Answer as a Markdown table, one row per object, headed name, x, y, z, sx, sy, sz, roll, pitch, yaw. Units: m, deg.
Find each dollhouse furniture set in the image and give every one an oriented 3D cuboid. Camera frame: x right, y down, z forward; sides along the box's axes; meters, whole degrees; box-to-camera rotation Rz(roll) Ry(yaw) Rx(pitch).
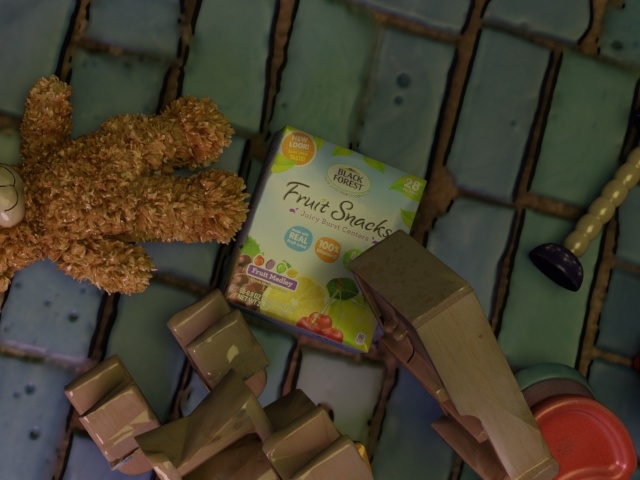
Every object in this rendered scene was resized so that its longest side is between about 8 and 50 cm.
| name | x | y | z | sx | sy | sz | roll | pitch | yaw |
| --- | --- | --- | --- | --- | --- | --- | --- | --- | --- |
| dollhouse furniture set | 0.001 | 0.215 | 1.699 | 0.394 | 0.362 | 0.256 | -34 | 120 | -9 |

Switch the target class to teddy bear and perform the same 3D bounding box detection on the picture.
| name | x | y | z | sx | sy | sz | roll | pitch | yaw |
| --- | --- | --- | --- | --- | --- | --- | --- | --- | --- |
| teddy bear | -0.240 | -0.056 | 1.788 | 0.338 | 0.113 | 0.245 | 4 | 83 | -13 |

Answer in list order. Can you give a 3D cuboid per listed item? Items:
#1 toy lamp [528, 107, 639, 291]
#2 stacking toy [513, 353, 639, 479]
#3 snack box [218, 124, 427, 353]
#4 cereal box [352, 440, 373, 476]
| name | x | y | z | sx | sy | sz | roll | pitch | yaw |
| --- | --- | --- | --- | --- | --- | --- | --- | --- | --- |
| toy lamp | 0.348 | -0.068 | 1.945 | 0.080 | 0.080 | 0.274 | 42 | 81 | -7 |
| stacking toy | 0.341 | 0.242 | 1.933 | 0.309 | 0.130 | 0.279 | -14 | 116 | -11 |
| snack box | 0.000 | 0.000 | 1.861 | 0.174 | 0.070 | 0.207 | 20 | 81 | -11 |
| cereal box | -0.046 | 0.334 | 1.839 | 0.240 | 0.047 | 0.173 | -15 | 91 | -13 |
